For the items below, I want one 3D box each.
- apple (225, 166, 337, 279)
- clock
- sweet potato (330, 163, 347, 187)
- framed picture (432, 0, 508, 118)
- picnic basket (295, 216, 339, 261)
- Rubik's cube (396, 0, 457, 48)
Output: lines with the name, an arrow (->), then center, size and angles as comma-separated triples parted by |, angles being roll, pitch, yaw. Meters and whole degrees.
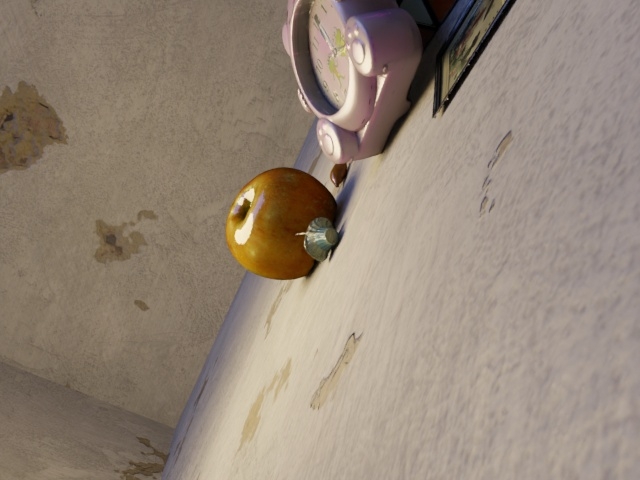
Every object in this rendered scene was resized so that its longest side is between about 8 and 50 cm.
apple -> -0.073, -0.030, 1.435 | 0.237, 0.208, 0.236 | -41, 36, 40
clock -> 0.036, -0.326, 1.192 | 0.322, 0.113, 0.295 | 63, 155, 26
sweet potato -> 0.040, -0.148, 1.531 | 0.034, 0.034, 0.095 | -58, 9, 45
framed picture -> 0.202, -0.281, 0.940 | 0.199, 0.010, 0.195 | -76, 13, -50
picnic basket -> 0.000, 0.000, 1.290 | 0.083, 0.065, 0.083 | -16, 52, 51
Rubik's cube -> 0.115, -0.480, 1.283 | 0.284, 0.234, 0.250 | 129, 164, -64
